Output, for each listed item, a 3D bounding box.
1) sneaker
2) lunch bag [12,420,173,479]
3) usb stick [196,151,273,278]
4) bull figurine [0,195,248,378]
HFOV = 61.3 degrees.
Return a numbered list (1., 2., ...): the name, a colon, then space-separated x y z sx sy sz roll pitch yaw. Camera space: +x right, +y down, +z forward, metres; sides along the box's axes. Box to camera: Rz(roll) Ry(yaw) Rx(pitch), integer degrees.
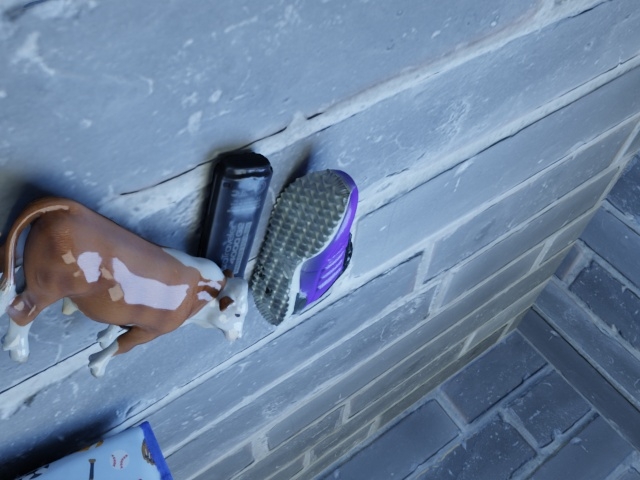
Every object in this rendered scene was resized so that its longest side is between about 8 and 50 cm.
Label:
1. sneaker: -0.001 0.000 0.815 0.146 0.102 0.293 -20 150 -41
2. lunch bag: -0.429 0.504 0.871 0.327 0.239 0.385 -13 157 -42
3. usb stick: -0.125 0.004 0.716 0.077 0.045 0.278 -9 140 -31
4. bull figurine: -0.219 0.061 0.601 0.188 0.101 0.310 -42 138 5
